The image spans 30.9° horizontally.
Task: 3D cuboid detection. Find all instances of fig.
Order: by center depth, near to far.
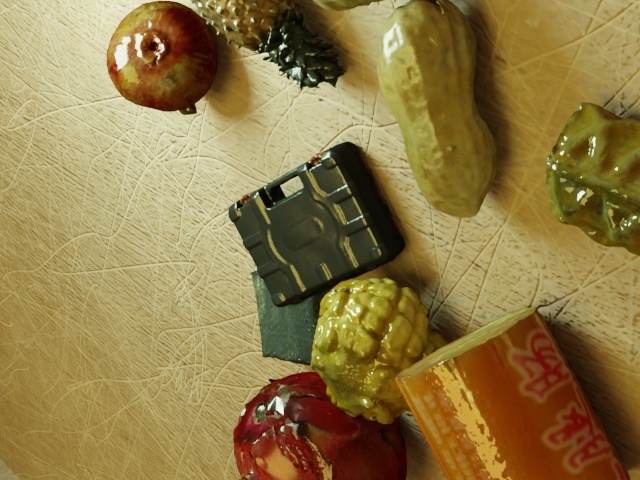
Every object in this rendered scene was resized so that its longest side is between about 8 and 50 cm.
[{"bbox_3d":[-0.268,-0.309,2.001,0.205,0.205,0.205,31,135,38],"label":"fig"}]

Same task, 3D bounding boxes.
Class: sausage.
[{"bbox_3d":[0.272,0.265,1.626,0.233,0.233,0.287,-28,88,56],"label":"sausage"}]

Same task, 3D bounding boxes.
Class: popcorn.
[{"bbox_3d":[0.092,0.177,1.826,0.250,0.190,0.250,39,154,23],"label":"popcorn"}]

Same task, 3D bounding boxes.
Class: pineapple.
[{"bbox_3d":[-0.067,-0.331,1.764,0.279,0.158,0.158,46,144,2],"label":"pineapple"}]

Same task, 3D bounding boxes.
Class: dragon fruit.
[{"bbox_3d":[-0.005,0.370,1.997,0.301,0.296,0.295,33,156,-26],"label":"dragon fruit"}]

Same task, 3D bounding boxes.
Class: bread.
[{"bbox_3d":[0.389,-0.050,1.348,0.267,0.130,0.152,30,125,39],"label":"bread"}]

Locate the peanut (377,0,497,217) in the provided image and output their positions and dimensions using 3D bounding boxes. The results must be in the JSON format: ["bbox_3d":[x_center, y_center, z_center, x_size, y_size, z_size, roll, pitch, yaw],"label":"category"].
[{"bbox_3d":[0.160,-0.174,1.562,0.149,0.149,0.313,5,120,51],"label":"peanut"}]

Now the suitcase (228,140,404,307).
[{"bbox_3d":[-0.012,-0.020,1.895,0.285,0.066,0.206,-27,91,42],"label":"suitcase"}]

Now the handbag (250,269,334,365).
[{"bbox_3d":[-0.035,0.131,2.077,0.270,0.088,0.175,2,106,52],"label":"handbag"}]

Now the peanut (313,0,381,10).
[{"bbox_3d":[0.088,-0.417,1.458,0.192,0.169,0.387,55,145,2],"label":"peanut"}]
